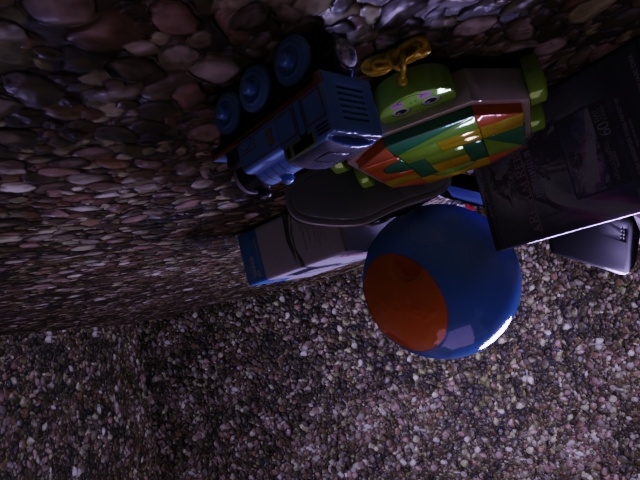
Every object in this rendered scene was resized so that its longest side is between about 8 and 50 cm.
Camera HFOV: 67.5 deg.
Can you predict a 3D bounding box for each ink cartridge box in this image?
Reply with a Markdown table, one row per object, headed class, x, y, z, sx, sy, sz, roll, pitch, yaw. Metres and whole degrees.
| class | x | y | z | sx | sy | sz | roll | pitch | yaw |
| --- | --- | --- | --- | --- | --- | --- | --- | --- | --- |
| ink cartridge box | 0.000 | 0.000 | 1.089 | 0.307 | 0.129 | 0.223 | -21 | 168 | 40 |

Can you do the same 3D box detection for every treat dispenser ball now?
| class | x | y | z | sx | sy | sz | roll | pitch | yaw |
| --- | --- | --- | --- | --- | --- | --- | --- | --- | --- |
| treat dispenser ball | 0.223 | 0.075 | 0.901 | 0.288 | 0.288 | 0.288 | -13 | 171 | -2 |

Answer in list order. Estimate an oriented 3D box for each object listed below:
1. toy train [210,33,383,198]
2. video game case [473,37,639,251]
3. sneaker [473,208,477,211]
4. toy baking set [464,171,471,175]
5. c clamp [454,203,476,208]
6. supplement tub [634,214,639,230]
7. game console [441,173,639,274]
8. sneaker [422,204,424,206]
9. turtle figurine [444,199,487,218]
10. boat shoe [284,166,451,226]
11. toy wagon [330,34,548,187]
| class | x | y | z | sx | sy | sz | roll | pitch | yaw |
| --- | --- | --- | --- | --- | --- | --- | --- | --- | --- |
| toy train | -0.032 | -0.106 | 0.442 | 0.080 | 0.105 | 0.184 | -4 | 167 | -45 |
| video game case | 0.330 | -0.109 | 0.658 | 0.026 | 0.196 | 0.274 | -7 | 169 | -32 |
| sneaker | 0.473 | -0.083 | 1.571 | 0.119 | 0.047 | 0.057 | -15 | -177 | 21 |
| toy baking set | 0.287 | -0.128 | 1.027 | 0.196 | 0.030 | 0.256 | -12 | 171 | -6 |
| c clamp | 0.414 | -0.092 | 1.490 | 0.160 | 0.022 | 0.137 | -6 | 164 | -31 |
| supplement tub | 0.729 | -0.118 | 1.052 | 0.241 | 0.241 | 0.331 | -17 | 171 | 22 |
| game console | 0.348 | -0.054 | 0.832 | 0.361 | 0.044 | 0.213 | 23 | 165 | 39 |
| sneaker | 0.194 | -0.038 | 1.245 | 0.153 | 0.094 | 0.235 | -26 | 177 | 22 |
| turtle figurine | 0.424 | -0.070 | 1.180 | 0.234 | 0.175 | 0.118 | -23 | 172 | -17 |
| boat shoe | 0.077 | -0.071 | 0.805 | 0.302 | 0.114 | 0.091 | -9 | 165 | -21 |
| toy wagon | 0.138 | -0.141 | 0.598 | 0.267 | 0.068 | 0.344 | -17 | 171 | 22 |
